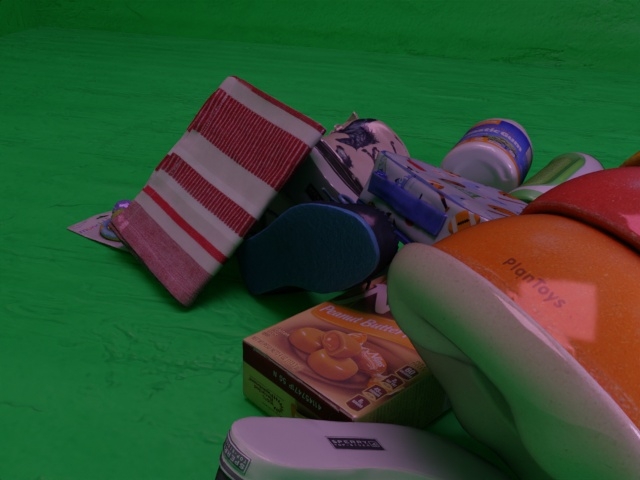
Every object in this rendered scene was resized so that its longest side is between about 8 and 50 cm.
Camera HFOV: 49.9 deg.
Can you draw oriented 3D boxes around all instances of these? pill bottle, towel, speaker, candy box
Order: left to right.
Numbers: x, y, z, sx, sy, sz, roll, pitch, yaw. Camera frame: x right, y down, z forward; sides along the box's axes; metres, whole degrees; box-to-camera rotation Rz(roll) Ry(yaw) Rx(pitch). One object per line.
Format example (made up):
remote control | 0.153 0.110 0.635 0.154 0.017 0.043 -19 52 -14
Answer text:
towel | -0.167 -0.088 1.049 0.237 0.329 0.037 37 -1 37
candy box | 0.084 0.134 0.835 0.317 0.087 0.183 -21 35 -39
pill bottle | 0.342 -0.159 1.383 0.152 0.152 0.272 13 29 20
speaker | 0.421 -0.071 1.239 0.131 0.131 0.297 19 31 31

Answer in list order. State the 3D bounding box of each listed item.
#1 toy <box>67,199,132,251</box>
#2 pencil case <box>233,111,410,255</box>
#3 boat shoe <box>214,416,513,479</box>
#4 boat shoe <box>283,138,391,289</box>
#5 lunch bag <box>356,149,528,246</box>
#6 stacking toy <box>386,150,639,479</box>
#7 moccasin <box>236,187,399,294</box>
toy | -0.310 -0.034 1.184 0.237 0.056 0.137 20 30 31
pencil case | -0.024 -0.106 1.227 0.410 0.159 0.183 -24 63 -42
boat shoe | 0.045 0.234 0.621 0.301 0.102 0.108 14 11 -28
boat shoe | 0.042 -0.042 1.060 0.105 0.113 0.306 -20 64 -48
lunch bag | 0.187 -0.016 0.902 0.243 0.114 0.303 14 16 -30
stacking toy | 0.332 0.024 0.601 0.480 0.350 0.350 -38 36 -6
moccasin | 0.000 0.000 0.932 0.117 0.137 0.342 -15 5 -32
